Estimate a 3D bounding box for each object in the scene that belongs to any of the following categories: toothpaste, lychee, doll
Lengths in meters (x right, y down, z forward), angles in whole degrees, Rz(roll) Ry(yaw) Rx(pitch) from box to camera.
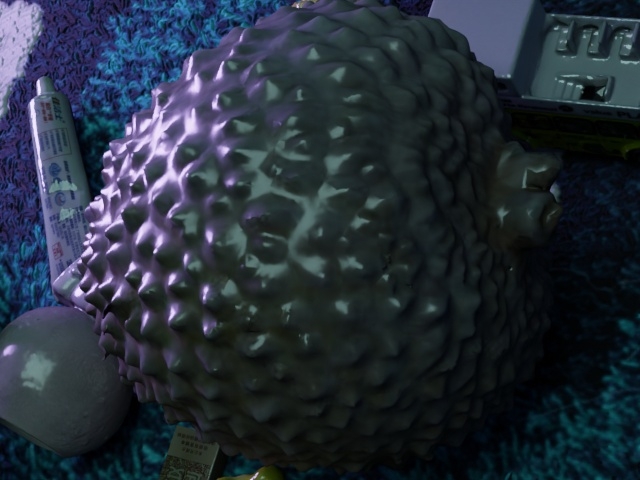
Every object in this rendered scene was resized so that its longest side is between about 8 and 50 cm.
[{"bbox_3d":[-0.273,-0.063,1.417,0.069,0.047,0.268,-14,62,-3],"label":"toothpaste"},{"bbox_3d":[0.000,0.000,1.079,0.432,0.380,0.380,-11,62,35],"label":"lychee"},{"bbox_3d":[-0.206,0.063,1.276,0.151,0.151,0.287,21,73,31],"label":"doll"}]

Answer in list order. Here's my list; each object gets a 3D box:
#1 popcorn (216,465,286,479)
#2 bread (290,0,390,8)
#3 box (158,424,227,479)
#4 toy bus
[{"bbox_3d":[-0.009,0.300,1.021,0.250,0.235,0.242,-12,88,43],"label":"popcorn"},{"bbox_3d":[0.019,-0.149,1.269,0.169,0.140,0.160,-39,46,8],"label":"bread"},{"bbox_3d":[-0.120,0.217,1.229,0.053,0.024,0.083,8,69,27],"label":"box"},{"bbox_3d":[0.236,-0.142,1.166,0.301,0.139,0.113,9,70,28],"label":"toy bus"}]
